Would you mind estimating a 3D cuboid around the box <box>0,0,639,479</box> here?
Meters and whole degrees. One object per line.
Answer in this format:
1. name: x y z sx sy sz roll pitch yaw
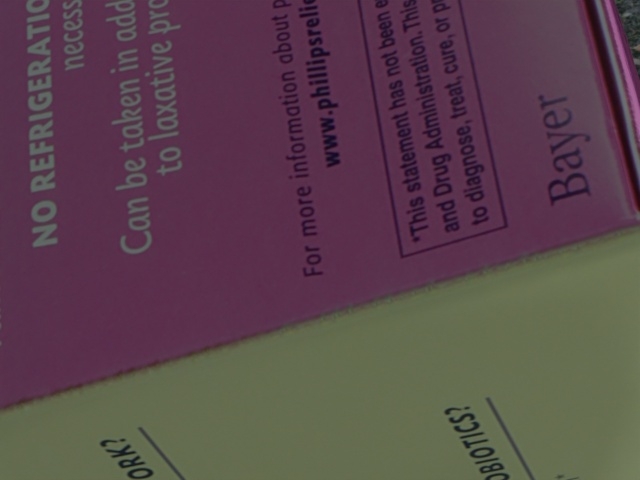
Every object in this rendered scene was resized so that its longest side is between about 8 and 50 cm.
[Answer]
1. box: -0.030 0.042 0.456 0.213 0.243 0.117 58 19 -51
